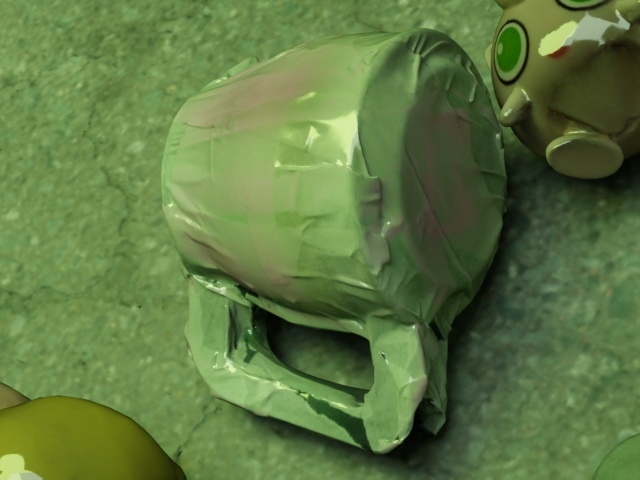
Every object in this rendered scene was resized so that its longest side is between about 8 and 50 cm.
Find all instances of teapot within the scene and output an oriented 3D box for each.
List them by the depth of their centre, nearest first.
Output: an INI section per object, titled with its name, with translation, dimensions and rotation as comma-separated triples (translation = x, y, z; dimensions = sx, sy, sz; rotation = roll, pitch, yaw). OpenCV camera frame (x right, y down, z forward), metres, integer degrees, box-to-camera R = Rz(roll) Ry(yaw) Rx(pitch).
[teapot]
translation = 0.007, -0.007, 0.981
dimensions = 0.178, 0.222, 0.163
rotation = 1, 24, 35

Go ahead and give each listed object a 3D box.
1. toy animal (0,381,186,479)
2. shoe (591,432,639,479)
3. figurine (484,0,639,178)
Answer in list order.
[toy animal]
translation = -0.191, 0.150, 0.960
dimensions = 0.281, 0.195, 0.169
rotation = 14, 30, 34
[shoe]
translation = 0.175, 0.163, 0.778
dimensions = 0.103, 0.100, 0.251
rotation = -3, 40, 2
[figurine]
translation = 0.151, -0.104, 0.963
dimensions = 0.125, 0.125, 0.138
rotation = -25, 44, 9
